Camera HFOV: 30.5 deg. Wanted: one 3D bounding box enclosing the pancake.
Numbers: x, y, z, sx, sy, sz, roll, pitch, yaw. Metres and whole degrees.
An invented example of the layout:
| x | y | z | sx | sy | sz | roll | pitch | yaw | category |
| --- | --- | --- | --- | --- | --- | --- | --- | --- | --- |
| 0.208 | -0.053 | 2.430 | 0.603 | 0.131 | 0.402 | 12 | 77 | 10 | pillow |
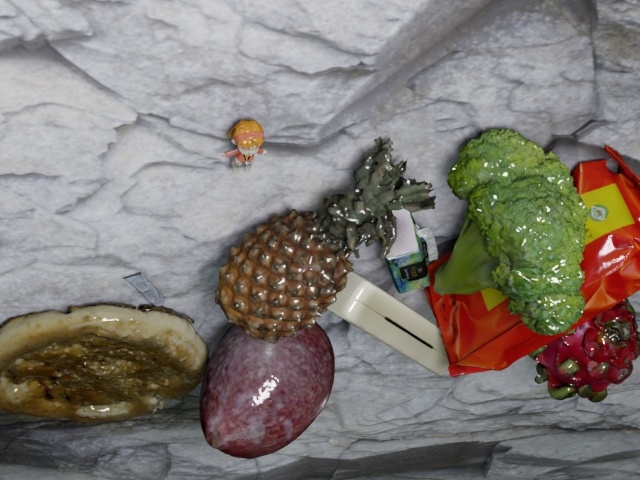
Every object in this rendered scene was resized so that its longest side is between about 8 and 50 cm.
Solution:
| x | y | z | sx | sy | sz | roll | pitch | yaw | category |
| --- | --- | --- | --- | --- | --- | --- | --- | --- | --- |
| -0.364 | 0.212 | 1.941 | 0.382 | 0.071 | 0.382 | -7 | 147 | -5 | pancake |

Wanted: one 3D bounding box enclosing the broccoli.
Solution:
| x | y | z | sx | sy | sz | roll | pitch | yaw | category |
| --- | --- | --- | --- | --- | --- | --- | --- | --- | --- |
| 0.289 | 0.006 | 1.634 | 0.186 | 0.254 | 0.302 | -32 | 145 | -15 | broccoli |

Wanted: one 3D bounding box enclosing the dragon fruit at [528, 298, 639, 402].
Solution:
| x | y | z | sx | sy | sz | roll | pitch | yaw | category |
| --- | --- | --- | --- | --- | --- | --- | --- | --- | --- |
| 0.469 | 0.183 | 2.035 | 0.198 | 0.218 | 0.273 | 14 | 169 | 36 | dragon fruit |

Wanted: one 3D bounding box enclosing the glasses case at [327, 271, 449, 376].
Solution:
| x | y | z | sx | sy | sz | roll | pitch | yaw | category |
| --- | --- | --- | --- | --- | --- | --- | --- | --- | --- |
| 0.098 | 0.122 | 1.871 | 0.313 | 0.131 | 0.070 | 34 | 87 | -47 | glasses case |

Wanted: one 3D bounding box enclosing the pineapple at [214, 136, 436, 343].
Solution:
| x | y | z | sx | sy | sz | roll | pitch | yaw | category |
| --- | --- | --- | --- | --- | --- | --- | --- | --- | --- |
| 0.000 | 0.000 | 1.647 | 0.175 | 0.175 | 0.361 | 17 | 131 | -36 | pineapple |

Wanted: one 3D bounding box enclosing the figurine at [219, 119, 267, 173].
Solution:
| x | y | z | sx | sy | sz | roll | pitch | yaw | category |
| --- | --- | --- | --- | --- | --- | --- | --- | --- | --- |
| -0.100 | -0.120 | 1.530 | 0.064 | 0.047 | 0.109 | -9 | 157 | -15 | figurine |

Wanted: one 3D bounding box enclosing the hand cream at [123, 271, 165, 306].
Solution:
| x | y | z | sx | sy | sz | roll | pitch | yaw | category |
| --- | --- | --- | --- | --- | --- | --- | --- | --- | --- |
| -0.269 | 0.075 | 1.812 | 0.030 | 0.019 | 0.093 | -18 | 140 | 15 | hand cream |

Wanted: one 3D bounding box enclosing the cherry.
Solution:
| x | y | z | sx | sy | sz | roll | pitch | yaw | category |
| --- | --- | --- | --- | --- | --- | --- | --- | --- | --- |
| -0.092 | 0.232 | 1.891 | 0.203 | 0.300 | 0.230 | 42 | 139 | -8 | cherry |

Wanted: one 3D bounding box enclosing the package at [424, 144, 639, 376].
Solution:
| x | y | z | sx | sy | sz | roll | pitch | yaw | category |
| --- | --- | --- | --- | --- | --- | --- | --- | --- | --- |
| 0.337 | 0.040 | 1.760 | 0.123 | 0.196 | 0.423 | 13 | 140 | -42 | package |

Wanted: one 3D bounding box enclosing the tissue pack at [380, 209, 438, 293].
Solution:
| x | y | z | sx | sy | sz | roll | pitch | yaw | category |
| --- | --- | --- | --- | --- | --- | --- | --- | --- | --- |
| 0.135 | 0.012 | 1.762 | 0.079 | 0.085 | 0.111 | -15 | 146 | 5 | tissue pack |
